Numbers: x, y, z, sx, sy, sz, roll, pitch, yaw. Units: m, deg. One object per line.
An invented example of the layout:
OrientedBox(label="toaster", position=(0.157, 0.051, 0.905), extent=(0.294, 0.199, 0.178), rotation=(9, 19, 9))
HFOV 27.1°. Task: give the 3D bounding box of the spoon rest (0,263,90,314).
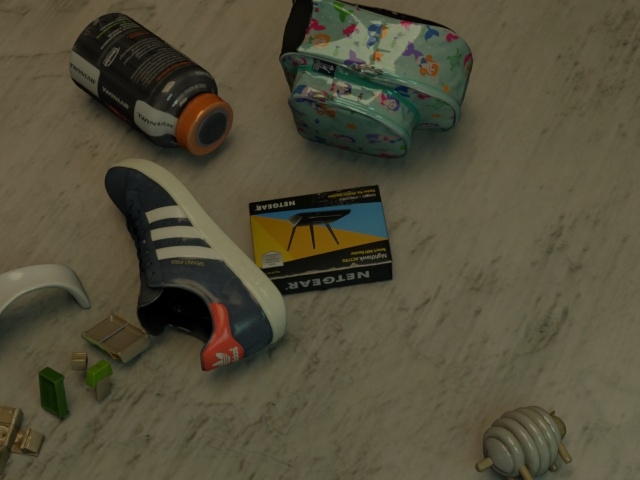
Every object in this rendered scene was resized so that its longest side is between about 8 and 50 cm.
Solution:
OrientedBox(label="spoon rest", position=(-0.443, 0.099, 1.719), extent=(0.276, 0.084, 0.137), rotation=(-24, 55, -12))

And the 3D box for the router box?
OrientedBox(label="router box", position=(0.000, 0.000, 1.767), extent=(0.179, 0.046, 0.133), rotation=(-9, 54, 0))

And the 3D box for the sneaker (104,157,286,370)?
OrientedBox(label="sneaker", position=(-0.202, 0.030, 1.713), extent=(0.148, 0.131, 0.350), rotation=(-34, 58, -23))

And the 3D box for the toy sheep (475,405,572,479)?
OrientedBox(label="toy sheep", position=(0.234, 0.240, 1.543), extent=(0.132, 0.091, 0.091), rotation=(-22, 52, -33))

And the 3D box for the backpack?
OrientedBox(label="backpack", position=(0.077, -0.221, 1.816), extent=(0.253, 0.225, 0.191), rotation=(8, 77, 6))

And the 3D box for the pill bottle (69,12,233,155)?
OrientedBox(label="pill bottle", position=(-0.237, -0.217, 1.899), extent=(0.246, 0.130, 0.130), rotation=(37, 65, 28))

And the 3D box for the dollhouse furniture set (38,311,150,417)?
OrientedBox(label="dollhouse furniture set", position=(-0.288, 0.162, 1.694), extent=(0.076, 0.058, 0.152), rotation=(24, 40, 30))

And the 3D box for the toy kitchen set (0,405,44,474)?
OrientedBox(label="toy kitchen set", position=(-0.383, 0.235, 1.617), extent=(0.068, 0.075, 0.083), rotation=(7, 59, 10))
